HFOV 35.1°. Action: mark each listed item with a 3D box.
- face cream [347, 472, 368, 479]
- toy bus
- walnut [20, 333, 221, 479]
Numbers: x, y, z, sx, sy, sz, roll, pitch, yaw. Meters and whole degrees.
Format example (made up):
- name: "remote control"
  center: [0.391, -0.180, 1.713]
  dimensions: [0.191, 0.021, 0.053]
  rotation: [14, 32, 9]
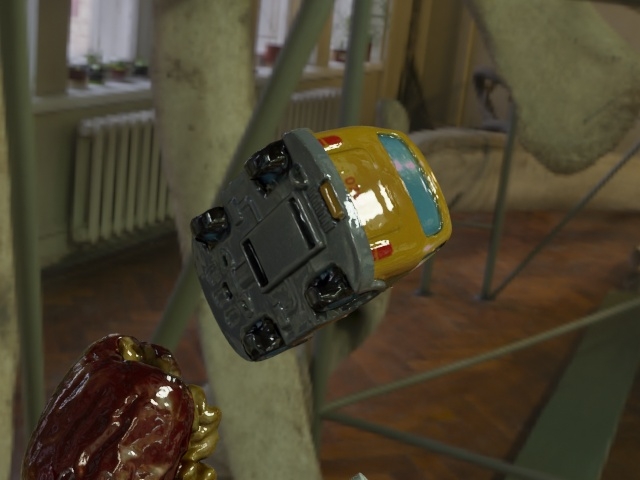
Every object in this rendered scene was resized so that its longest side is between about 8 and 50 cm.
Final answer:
- name: "face cream"
  center: [-0.004, 0.385, 1.354]
  dimensions: [0.051, 0.182, 0.072]
  rotation: [50, 0, 2]
- name: "toy bus"
  center: [0.000, 0.000, 0.759]
  dimensions: [0.136, 0.126, 0.209]
  rotation: [-18, -13, -36]
- name: "walnut"
  center: [-0.245, 0.269, 1.298]
  dimensions: [0.243, 0.269, 0.222]
  rotation: [24, -2, -6]
